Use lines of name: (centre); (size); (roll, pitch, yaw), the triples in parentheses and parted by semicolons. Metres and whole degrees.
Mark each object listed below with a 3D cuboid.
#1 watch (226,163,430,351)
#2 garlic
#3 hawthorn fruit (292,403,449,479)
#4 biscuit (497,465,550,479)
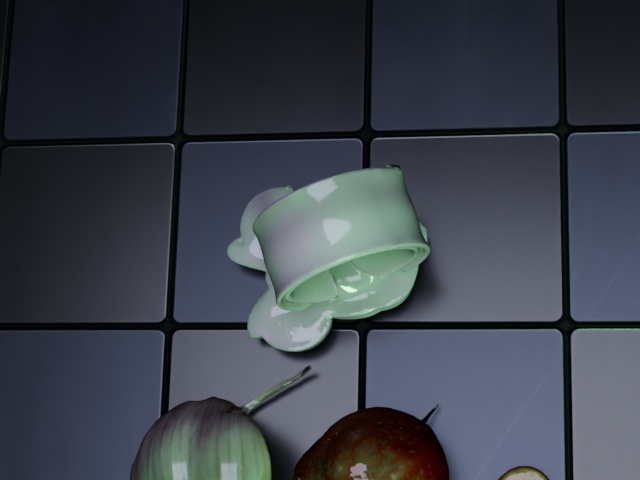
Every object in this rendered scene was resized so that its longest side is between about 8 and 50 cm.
watch: (0.000, 0.000, 1.600); (0.248, 0.217, 0.211); (-18, 74, 4)
garlic: (-0.089, 0.272, 1.599); (0.256, 0.207, 0.207); (-27, 71, -30)
hawthorn fruit: (0.080, 0.268, 1.552); (0.181, 0.181, 0.235); (40, 49, 16)
biscuit: (0.270, 0.440, 1.532); (0.275, 0.052, 0.355); (-38, 75, -1)
